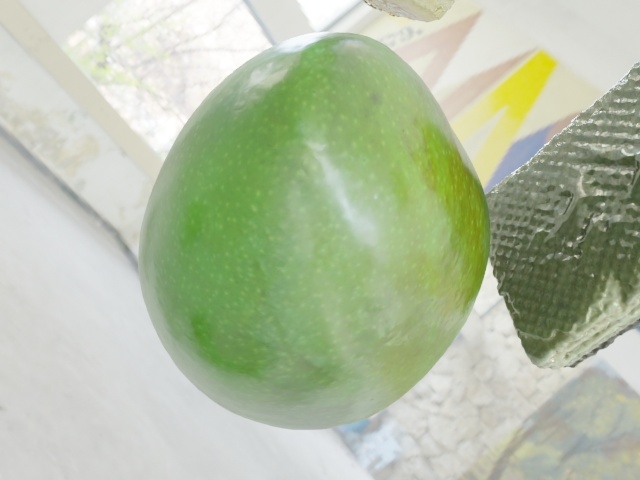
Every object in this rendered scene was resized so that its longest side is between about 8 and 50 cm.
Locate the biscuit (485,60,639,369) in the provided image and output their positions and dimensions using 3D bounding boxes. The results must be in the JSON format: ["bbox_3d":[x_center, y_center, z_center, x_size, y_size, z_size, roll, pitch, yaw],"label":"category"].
[{"bbox_3d":[0.212,-0.035,0.607,0.052,0.252,0.150,18,45,-34],"label":"biscuit"}]

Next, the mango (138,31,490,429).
[{"bbox_3d":[0.000,0.000,0.555,0.201,0.225,0.382,54,-11,16],"label":"mango"}]

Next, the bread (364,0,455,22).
[{"bbox_3d":[0.066,-0.261,0.862,0.125,0.082,0.106,32,3,35],"label":"bread"}]
